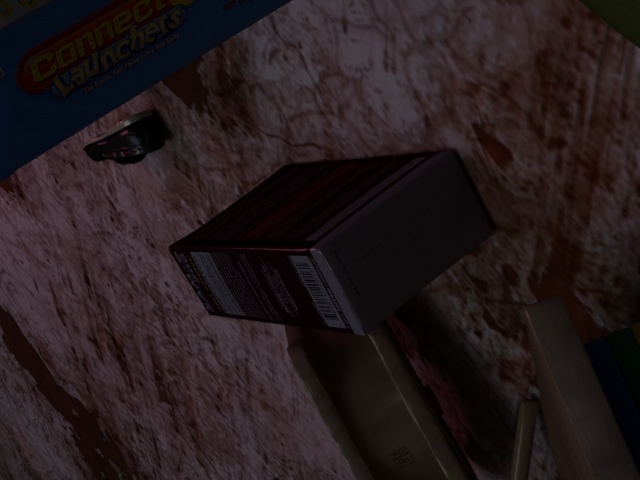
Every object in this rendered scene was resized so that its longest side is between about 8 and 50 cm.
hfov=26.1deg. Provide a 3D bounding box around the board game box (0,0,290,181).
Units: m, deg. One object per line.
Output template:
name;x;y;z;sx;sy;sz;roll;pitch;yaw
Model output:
board game box;-0.169;-0.206;0.850;0.308;0.302;0.086;34;148;35

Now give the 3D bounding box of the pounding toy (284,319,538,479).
pounding toy;0.096;0.150;1.117;0.270;0.154;0.154;61;-176;6

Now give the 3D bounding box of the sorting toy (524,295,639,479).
sorting toy;0.217;0.185;0.827;0.255;0.089;0.257;66;-176;-59

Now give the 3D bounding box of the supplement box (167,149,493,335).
supplement box;0.000;0.000;1.020;0.239;0.130;0.073;2;125;60

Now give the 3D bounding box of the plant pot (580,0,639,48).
plant pot;0.113;-0.206;0.461;0.274;0.275;0.293;22;155;48

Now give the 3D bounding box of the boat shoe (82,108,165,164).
boat shoe;-0.191;-0.091;1.327;0.133;0.049;0.042;-14;102;58
